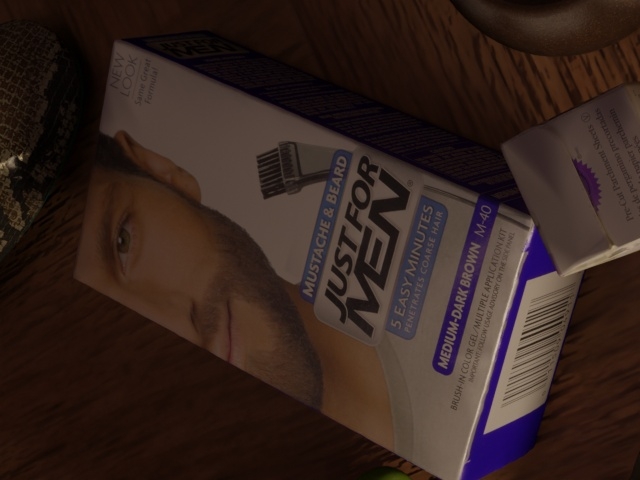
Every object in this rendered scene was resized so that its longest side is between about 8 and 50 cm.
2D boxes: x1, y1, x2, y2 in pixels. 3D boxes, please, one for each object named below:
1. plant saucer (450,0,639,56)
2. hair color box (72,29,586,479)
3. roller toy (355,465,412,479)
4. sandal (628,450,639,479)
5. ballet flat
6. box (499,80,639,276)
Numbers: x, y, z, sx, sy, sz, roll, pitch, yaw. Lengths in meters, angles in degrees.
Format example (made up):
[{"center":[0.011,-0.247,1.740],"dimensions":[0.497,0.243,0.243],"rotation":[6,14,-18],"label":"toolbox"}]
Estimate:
[{"center":[0.136,-0.210,0.948],"dimensions":[0.198,0.036,0.199],"rotation":[8,103,34],"label":"plant saucer"},{"center":[0.000,0.000,1.040],"dimensions":[0.339,0.110,0.185],"rotation":[26,113,31],"label":"hair color box"},{"center":[-0.011,0.264,1.037],"dimensions":[0.146,0.209,0.191],"rotation":[10,124,35],"label":"roller toy"},{"center":[0.230,0.138,0.934],"dimensions":[0.079,0.088,0.240],"rotation":[22,122,-3],"label":"sandal"},{"center":[-0.373,0.012,1.261],"dimensions":[0.483,0.182,0.164],"rotation":[-44,72,32],"label":"ballet flat"},{"center":[0.192,-0.042,0.757],"dimensions":[0.063,0.324,0.067],"rotation":[-26,84,33],"label":"box"}]
